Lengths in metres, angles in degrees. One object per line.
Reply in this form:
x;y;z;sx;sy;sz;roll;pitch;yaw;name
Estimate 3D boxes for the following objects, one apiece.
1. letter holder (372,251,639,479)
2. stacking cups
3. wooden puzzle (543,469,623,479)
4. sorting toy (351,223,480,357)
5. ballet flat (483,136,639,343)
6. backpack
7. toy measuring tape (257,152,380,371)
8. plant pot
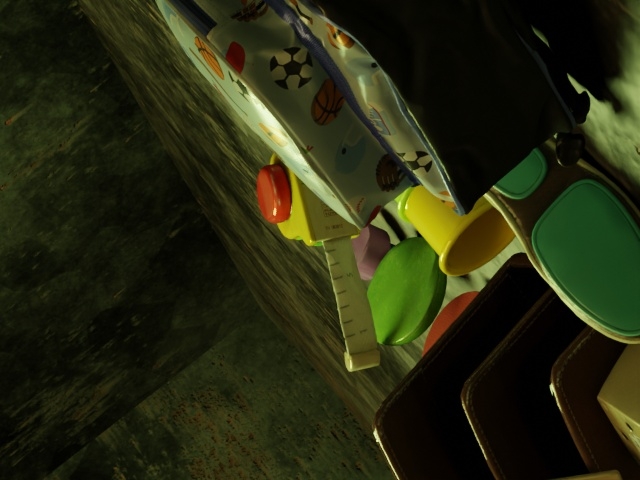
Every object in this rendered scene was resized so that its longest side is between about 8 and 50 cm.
0.208;0.195;1.226;0.152;0.214;0.302;8;137;56;letter holder
0.048;-0.106;1.357;0.316;0.096;0.096;49;171;29;stacking cups
0.200;0.203;1.147;0.078;0.116;0.014;55;-146;-23;wooden puzzle
0.144;0.083;1.727;0.126;0.127;0.365;23;-169;-30;sorting toy
0.170;-0.031;1.118;0.248;0.086;0.086;52;172;13;ballet flat
0.016;-0.157;0.986;0.263;0.213;0.276;59;-179;40;backpack
0.000;0.000;1.778;0.121;0.121;0.330;84;172;-75;toy measuring tape
0.266;0.120;1.109;0.109;0.096;0.109;56;172;-27;plant pot
